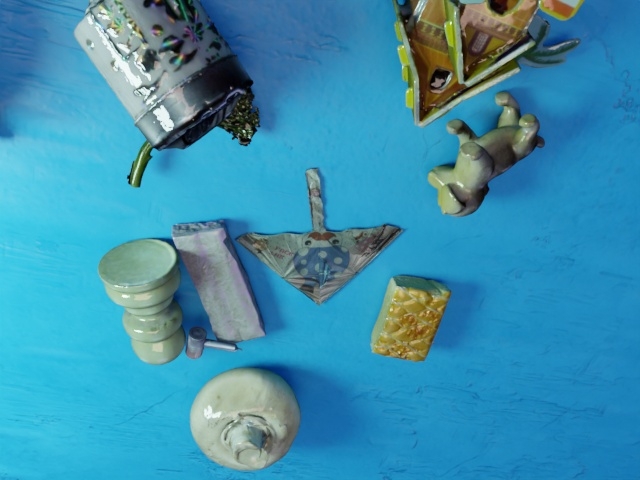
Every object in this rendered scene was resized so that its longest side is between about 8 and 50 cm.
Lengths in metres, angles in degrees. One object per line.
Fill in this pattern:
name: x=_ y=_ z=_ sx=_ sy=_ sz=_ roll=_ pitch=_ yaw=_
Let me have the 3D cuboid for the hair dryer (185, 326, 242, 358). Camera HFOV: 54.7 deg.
hair dryer: x=-0.215 y=0.216 z=1.257 sx=0.114 sy=0.037 sz=0.063 roll=11 pitch=128 yaw=-8

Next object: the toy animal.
toy animal: x=0.291 y=-0.152 z=1.111 sx=0.233 sy=0.121 sz=0.168 roll=-37 pitch=136 yaw=4

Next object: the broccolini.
broccolini: x=-0.212 y=-0.167 z=1.057 sx=0.271 sy=0.062 sz=0.123 roll=-39 pitch=104 yaw=9

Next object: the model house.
model house: x=0.269 y=-0.296 z=0.920 sx=0.340 sy=0.300 sz=0.323 roll=18 pitch=128 yaw=-11

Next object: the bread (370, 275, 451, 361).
bread: x=0.187 y=0.166 z=1.314 sx=0.125 sy=0.068 sz=0.188 roll=8 pitch=120 yaw=-13

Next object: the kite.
kite: x=0.000 y=0.000 z=1.221 sx=0.335 sy=0.011 sz=0.314 roll=-5 pitch=121 yaw=-6

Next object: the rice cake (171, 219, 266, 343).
rice cake: x=-0.194 y=0.090 z=1.224 sx=0.106 sy=0.050 sz=0.298 roll=-15 pitch=122 yaw=1

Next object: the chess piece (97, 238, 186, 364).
chess piece: x=-0.324 y=0.137 z=1.191 sx=0.144 sy=0.144 sz=0.251 roll=-6 pitch=127 yaw=-5

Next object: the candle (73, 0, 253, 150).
candle: x=-0.248 y=-0.301 z=0.893 sx=0.187 sy=0.187 sz=0.330 roll=-31 pitch=103 yaw=11

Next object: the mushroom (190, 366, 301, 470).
mushroom: x=-0.157 y=0.395 z=1.332 sx=0.246 sy=0.202 sz=0.246 roll=-4 pitch=111 yaw=-9
